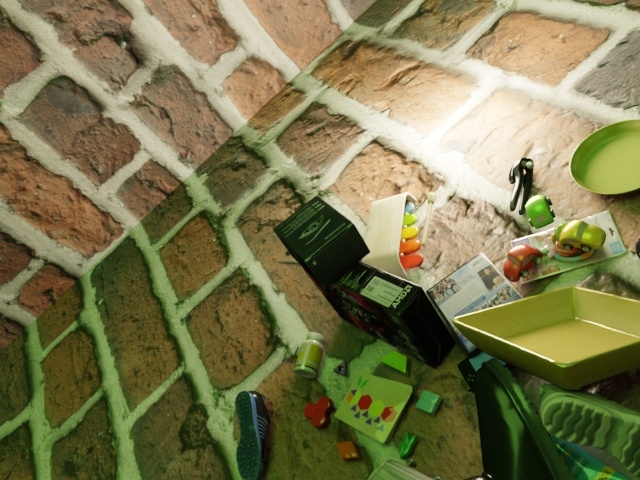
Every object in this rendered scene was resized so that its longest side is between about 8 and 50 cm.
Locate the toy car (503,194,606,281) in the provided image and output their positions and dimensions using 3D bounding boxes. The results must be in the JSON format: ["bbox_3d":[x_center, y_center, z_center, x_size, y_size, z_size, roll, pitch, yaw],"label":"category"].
[{"bbox_3d":[0.521,-0.033,1.417,0.239,0.053,0.225,-27,38,27],"label":"toy car"}]

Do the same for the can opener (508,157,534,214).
[{"bbox_3d":[0.537,-0.146,1.606,0.059,0.073,0.186,12,59,2],"label":"can opener"}]

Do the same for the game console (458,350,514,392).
[{"bbox_3d":[0.372,0.265,1.326,0.144,0.085,0.124,-35,39,9],"label":"game console"}]

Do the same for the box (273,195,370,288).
[{"bbox_3d":[0.000,0.000,1.513,0.153,0.108,0.207,-38,36,-6],"label":"box"}]

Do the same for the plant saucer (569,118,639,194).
[{"bbox_3d":[0.741,-0.197,1.478,0.241,0.037,0.241,-24,41,23],"label":"plant saucer"}]

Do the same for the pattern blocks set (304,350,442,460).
[{"bbox_3d":[0.126,0.399,1.463,0.285,0.026,0.325,-51,39,-10],"label":"pattern blocks set"}]

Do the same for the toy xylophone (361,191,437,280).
[{"bbox_3d":[0.224,-0.019,1.727,0.236,0.081,0.322,-7,50,37],"label":"toy xylophone"}]

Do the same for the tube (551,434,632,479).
[{"bbox_3d":[0.482,0.421,1.120,0.207,0.052,0.080,35,94,47],"label":"tube"}]

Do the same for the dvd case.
[{"bbox_3d":[0.379,0.149,1.465,0.180,0.022,0.253,-37,34,8],"label":"dvd case"}]

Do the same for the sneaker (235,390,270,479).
[{"bbox_3d":[-0.168,0.512,1.584,0.081,0.090,0.232,-17,66,28],"label":"sneaker"}]

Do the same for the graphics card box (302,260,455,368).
[{"bbox_3d":[0.139,0.159,1.512,0.094,0.232,0.371,-48,38,-18],"label":"graphics card box"}]

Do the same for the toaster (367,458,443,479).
[{"bbox_3d":[0.154,0.558,1.211,0.146,0.129,0.227,16,68,52],"label":"toaster"}]

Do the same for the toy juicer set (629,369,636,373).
[{"bbox_3d":[0.677,0.246,1.096,0.209,0.090,0.329,-58,23,14],"label":"toy juicer set"}]

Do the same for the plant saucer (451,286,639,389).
[{"bbox_3d":[0.481,0.185,1.160,0.333,0.080,0.333,-12,10,-19],"label":"plant saucer"}]

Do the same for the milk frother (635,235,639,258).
[{"bbox_3d":[0.735,-0.004,1.219,0.143,0.135,0.129,-44,69,4],"label":"milk frother"}]

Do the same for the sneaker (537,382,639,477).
[{"bbox_3d":[0.512,0.316,1.048,0.105,0.281,0.115,-63,3,18],"label":"sneaker"}]

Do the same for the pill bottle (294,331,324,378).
[{"bbox_3d":[-0.028,0.313,1.649,0.065,0.065,0.116,-9,49,36],"label":"pill bottle"}]

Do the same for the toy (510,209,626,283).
[{"bbox_3d":[0.571,0.005,1.421,0.237,0.056,0.136,-23,43,24],"label":"toy"}]

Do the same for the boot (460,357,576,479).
[{"bbox_3d":[0.213,0.461,1.089,0.445,0.146,0.367,-26,57,2],"label":"boot"}]
